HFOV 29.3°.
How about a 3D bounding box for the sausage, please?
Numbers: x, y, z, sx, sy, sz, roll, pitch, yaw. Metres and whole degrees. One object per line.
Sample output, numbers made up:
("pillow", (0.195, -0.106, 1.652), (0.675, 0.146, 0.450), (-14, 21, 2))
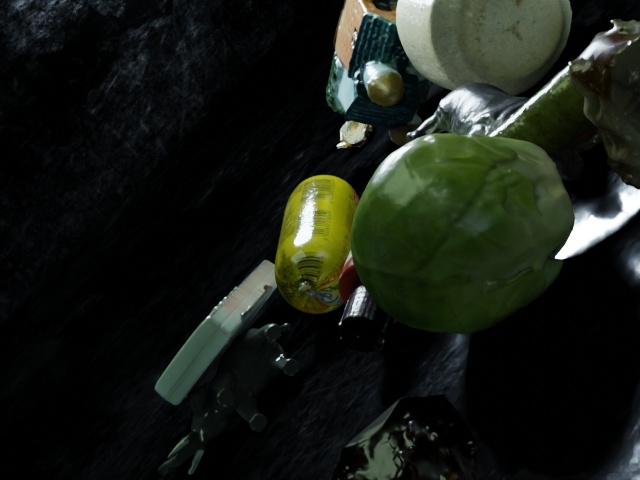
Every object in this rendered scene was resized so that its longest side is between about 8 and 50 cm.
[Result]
("sausage", (0.000, 0.000, 1.826), (0.123, 0.123, 0.347), (-38, 18, 21))

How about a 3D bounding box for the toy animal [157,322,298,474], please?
("toy animal", (-0.124, 0.223, 1.687), (0.269, 0.082, 0.137), (-53, 16, -12))

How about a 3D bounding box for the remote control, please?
("remote control", (-0.144, 0.130, 1.813), (0.145, 0.050, 0.344), (-52, -2, 17))

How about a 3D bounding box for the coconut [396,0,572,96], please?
("coconut", (0.241, -0.338, 1.853), (0.237, 0.237, 0.266), (-47, 23, -4))

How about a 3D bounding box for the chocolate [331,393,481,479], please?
("chocolate", (0.102, 0.239, 1.085), (0.156, 0.156, 0.133), (-46, 36, -2))

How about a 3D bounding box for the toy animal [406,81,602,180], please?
("toy animal", (0.255, -0.129, 1.573), (0.168, 0.106, 0.343), (-50, 27, -16))

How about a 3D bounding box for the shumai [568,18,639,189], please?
("shumai", (0.351, -0.169, 1.288), (0.206, 0.175, 0.166), (-55, 18, 1))

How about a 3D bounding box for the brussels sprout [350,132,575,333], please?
("brussels sprout", (0.151, -0.009, 1.353), (0.244, 0.244, 0.244), (-40, 18, 16))

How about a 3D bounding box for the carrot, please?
("carrot", (0.207, -0.091, 1.447), (0.358, 0.074, 0.074), (-40, 18, 25))

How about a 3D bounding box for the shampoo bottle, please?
("shampoo bottle", (0.086, 0.033, 1.584), (0.104, 0.104, 0.278), (-32, 21, 37))

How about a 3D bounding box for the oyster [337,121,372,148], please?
("oyster", (0.072, -0.207, 2.289), (0.086, 0.029, 0.132), (-24, 23, 36))

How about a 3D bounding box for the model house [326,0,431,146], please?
("model house", (0.119, -0.272, 1.996), (0.291, 0.184, 0.253), (-97, 21, -61))
